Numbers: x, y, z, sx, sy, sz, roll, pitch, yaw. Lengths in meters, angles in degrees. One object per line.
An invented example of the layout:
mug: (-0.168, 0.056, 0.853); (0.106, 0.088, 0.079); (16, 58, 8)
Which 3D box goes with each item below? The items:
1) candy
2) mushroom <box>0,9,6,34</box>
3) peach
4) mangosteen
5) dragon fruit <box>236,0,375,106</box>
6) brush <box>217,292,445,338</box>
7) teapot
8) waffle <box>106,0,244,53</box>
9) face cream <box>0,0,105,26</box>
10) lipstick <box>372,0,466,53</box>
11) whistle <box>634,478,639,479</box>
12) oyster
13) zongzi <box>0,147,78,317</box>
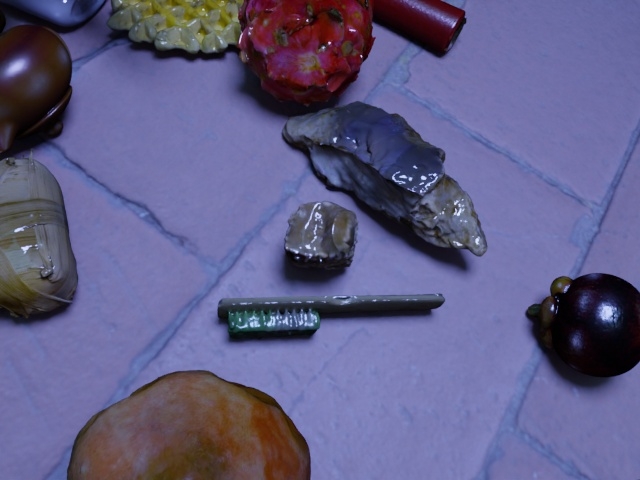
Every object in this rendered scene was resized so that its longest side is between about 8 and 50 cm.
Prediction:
candy: (0.000, 0.000, 0.610); (0.096, 0.110, 0.085); (10, 72, 9)
mushroom: (-0.512, -0.299, 0.697); (0.109, 0.084, 0.126); (-11, 51, -15)
peach: (-0.118, 0.221, 0.417); (0.215, 0.235, 0.214); (-1, 65, 2)
mangosteen: (0.337, 0.103, 0.609); (0.140, 0.140, 0.140); (3, 64, -6)
dragon fruit: (-0.018, -0.333, 0.724); (0.205, 0.210, 0.267); (-8, 66, 19)
brush: (0.016, 0.092, 0.597); (0.283, 0.054, 0.048); (-2, 73, -9)
teapot: (-0.408, -0.212, 0.660); (0.179, 0.135, 0.252); (-14, 43, 17)
waffle: (-0.224, -0.409, 0.811); (0.262, 0.056, 0.249); (8, 64, -7)
face cream: (-0.505, -0.446, 0.779); (0.292, 0.071, 0.143); (21, 61, 2)
lipstick: (0.140, -0.423, 0.854); (0.241, 0.080, 0.080); (32, 64, 9)
whistle: (0.367, 0.327, 0.500); (0.131, 0.106, 0.288); (39, 66, 14)
oyster: (0.097, -0.106, 0.673); (0.166, 0.110, 0.341); (-25, 57, -24)
zongzi: (-0.401, 0.007, 0.563); (0.198, 0.099, 0.194); (-15, 67, -7)
